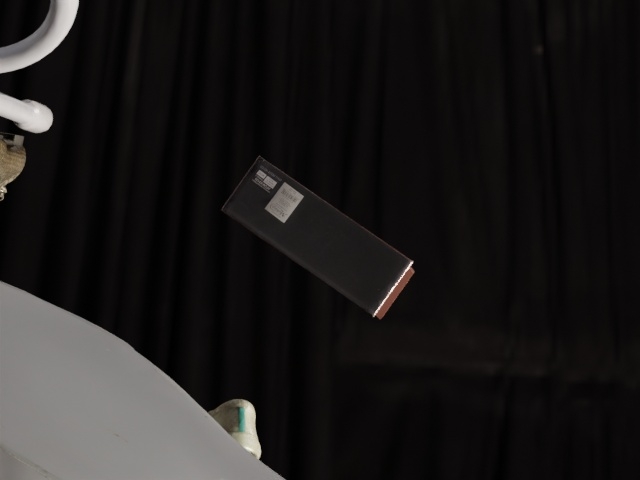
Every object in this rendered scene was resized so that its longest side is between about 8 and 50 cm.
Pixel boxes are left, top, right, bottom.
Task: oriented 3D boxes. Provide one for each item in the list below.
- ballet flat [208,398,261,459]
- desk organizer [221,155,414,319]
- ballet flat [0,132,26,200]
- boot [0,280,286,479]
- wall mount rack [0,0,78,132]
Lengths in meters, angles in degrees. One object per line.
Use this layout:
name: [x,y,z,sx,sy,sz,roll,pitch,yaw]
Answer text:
ballet flat: [-0.085,0.163,1.455,0.057,0.052,0.168,12,153,-23]
desk organizer: [0.000,0.000,1.338,0.130,0.047,0.050,35,178,11]
ballet flat: [-0.274,-0.057,1.461,0.084,0.058,0.250,8,-178,2]
boot: [-0.057,0.114,0.534,0.258,0.095,0.123,34,112,12]
wall mount rack: [-0.283,-0.124,1.012,0.350,0.130,0.304,-1,138,6]
